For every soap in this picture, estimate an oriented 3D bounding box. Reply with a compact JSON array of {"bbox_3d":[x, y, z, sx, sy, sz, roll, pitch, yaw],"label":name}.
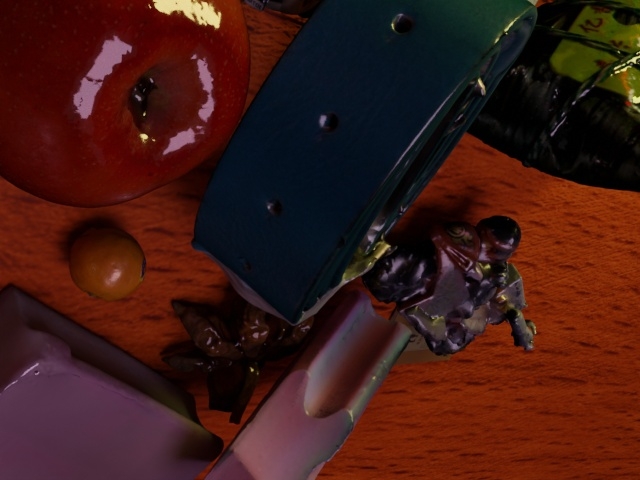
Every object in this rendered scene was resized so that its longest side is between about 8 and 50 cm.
[{"bbox_3d":[-0.025,0.225,1.338,0.193,0.109,0.324,-54,178,43],"label":"soap"}]

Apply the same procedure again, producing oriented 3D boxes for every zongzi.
[{"bbox_3d":[0.268,-0.190,1.265,0.383,0.362,0.319,-55,162,-52],"label":"zongzi"}]

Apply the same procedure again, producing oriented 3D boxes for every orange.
[{"bbox_3d":[-0.227,0.025,1.138,0.084,0.083,0.083,-22,138,-21],"label":"orange"}]

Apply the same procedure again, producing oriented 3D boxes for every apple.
[{"bbox_3d":[-0.183,-0.158,0.889,0.260,0.216,0.260,-23,136,-24],"label":"apple"}]

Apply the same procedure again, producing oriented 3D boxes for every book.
[{"bbox_3d":[0.157,0.141,1.613,0.172,0.012,0.118,1,127,-39],"label":"book"}]

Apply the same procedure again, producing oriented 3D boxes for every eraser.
[{"bbox_3d":[-0.317,0.240,1.247,0.272,0.122,0.359,-40,142,2],"label":"eraser"}]

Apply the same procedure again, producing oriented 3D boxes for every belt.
[{"bbox_3d":[0.031,-0.097,1.056,0.300,0.173,0.436,-41,164,-46],"label":"belt"}]

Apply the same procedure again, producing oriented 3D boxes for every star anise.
[{"bbox_3d":[-0.091,0.129,1.340,0.196,0.111,0.212,-30,134,-22],"label":"star anise"}]

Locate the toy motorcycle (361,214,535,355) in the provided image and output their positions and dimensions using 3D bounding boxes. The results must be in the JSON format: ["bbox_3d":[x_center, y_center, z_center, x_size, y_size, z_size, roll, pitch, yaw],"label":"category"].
[{"bbox_3d":[0.217,0.075,1.501,0.207,0.134,0.401,-37,139,7],"label":"toy motorcycle"}]

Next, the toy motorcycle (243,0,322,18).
[{"bbox_3d":[0.012,-0.305,0.946,0.263,0.091,0.157,-53,168,-26],"label":"toy motorcycle"}]

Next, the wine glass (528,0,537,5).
[{"bbox_3d":[0.236,-0.330,1.169,0.072,0.072,0.155,3,125,-40],"label":"wine glass"}]
